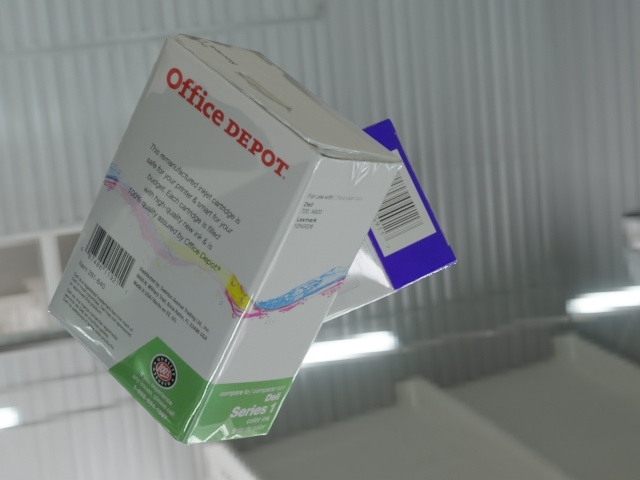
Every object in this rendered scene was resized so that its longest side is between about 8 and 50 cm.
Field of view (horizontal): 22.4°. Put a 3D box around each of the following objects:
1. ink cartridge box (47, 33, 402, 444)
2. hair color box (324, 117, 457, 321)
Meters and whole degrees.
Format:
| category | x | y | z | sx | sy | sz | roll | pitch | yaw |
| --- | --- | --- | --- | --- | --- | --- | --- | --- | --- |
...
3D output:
| category | x | y | z | sx | sy | sz | roll | pitch | yaw |
| --- | --- | --- | --- | --- | --- | --- | --- | --- | --- |
| ink cartridge box | -0.084 | -0.003 | 1.347 | 0.201 | 0.278 | 0.117 | 40 | -157 | 34 |
| hair color box | 0.000 | 0.000 | 1.925 | 0.110 | 0.185 | 0.339 | -24 | 179 | -35 |
